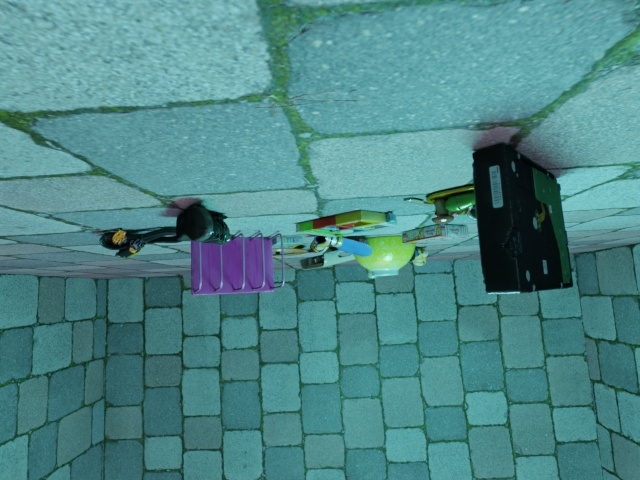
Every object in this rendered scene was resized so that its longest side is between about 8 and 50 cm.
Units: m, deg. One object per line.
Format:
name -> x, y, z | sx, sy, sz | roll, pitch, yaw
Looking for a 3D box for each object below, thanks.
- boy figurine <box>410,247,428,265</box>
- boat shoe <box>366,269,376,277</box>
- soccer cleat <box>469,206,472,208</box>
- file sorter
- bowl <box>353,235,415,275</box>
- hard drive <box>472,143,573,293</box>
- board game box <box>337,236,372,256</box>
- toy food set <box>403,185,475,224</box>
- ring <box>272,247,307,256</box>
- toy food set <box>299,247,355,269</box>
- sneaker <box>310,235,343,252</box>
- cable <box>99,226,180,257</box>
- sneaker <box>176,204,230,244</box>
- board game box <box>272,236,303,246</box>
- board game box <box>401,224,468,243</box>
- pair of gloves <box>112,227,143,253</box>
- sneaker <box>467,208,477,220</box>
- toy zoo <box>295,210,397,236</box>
boy figurine -> 0.496, 0.084, 2.192 | 0.177, 0.092, 0.285 | -10, 167, 26
boat shoe -> 0.269, 0.112, 2.049 | 0.109, 0.094, 0.302 | 12, -168, 15
soccer cleat -> 0.385, -0.095, 1.010 | 0.083, 0.036, 0.029 | 20, -148, 37
file sorter -> -0.282, 0.074, 1.385 | 0.290, 0.202, 0.182 | 0, 169, -23
bowl -> 0.280, 0.076, 1.782 | 0.289, 0.156, 0.289 | -4, 172, 0
hard drive -> 0.383, -0.023, 0.753 | 0.064, 0.237, 0.338 | -9, 171, 43
board game box -> 0.134, 0.015, 1.655 | 0.168, 0.033, 0.133 | 16, 157, 8
toy food set -> 0.323, -0.076, 0.958 | 0.217, 0.071, 0.128 | -9, 170, 40
ring -> -0.225, 0.048, 1.853 | 0.336, 0.032, 0.336 | -4, 172, -1
toy food set -> 0.050, 0.074, 2.015 | 0.219, 0.093, 0.306 | -12, 179, -26
sneaker -> 0.000, 0.000, 1.470 | 0.083, 0.070, 0.185 | 12, 159, -32
cable -> -0.553, -0.014, 1.247 | 0.287, 0.072, 0.139 | -20, 140, 20
sneaker -> -0.268, -0.036, 0.993 | 0.130, 0.087, 0.227 | -1, 175, -30
board game box -> -0.139, 0.009, 1.595 | 0.103, 0.026, 0.154 | 0, 172, -19
board game box -> 0.423, -0.022, 1.511 | 0.146, 0.045, 0.193 | 1, 171, -31
pair of gloves -> -0.573, 0.004, 1.206 | 0.083, 0.010, 0.074 | 32, 126, -25
sneaker -> 0.462, -0.077, 1.021 | 0.192, 0.064, 0.086 | -5, 178, 39
toy zoo -> 0.096, -0.049, 1.226 | 0.293, 0.030, 0.192 | -10, 170, 40
